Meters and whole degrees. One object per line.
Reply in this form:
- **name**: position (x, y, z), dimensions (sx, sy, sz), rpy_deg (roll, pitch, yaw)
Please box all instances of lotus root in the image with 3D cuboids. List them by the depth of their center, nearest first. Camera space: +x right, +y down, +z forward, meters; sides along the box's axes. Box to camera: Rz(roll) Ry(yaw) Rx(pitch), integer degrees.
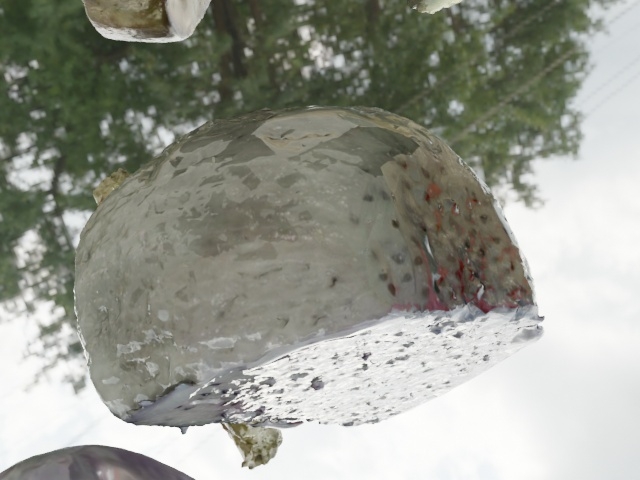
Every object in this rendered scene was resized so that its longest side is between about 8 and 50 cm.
- **lotus root**: position (-0.129, -0.274, 0.817), dimensions (0.074, 0.170, 0.261), rpy_deg (-3, -108, 13)

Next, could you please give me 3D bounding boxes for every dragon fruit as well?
- **dragon fruit**: position (0.000, 0.000, 0.682), dimensions (0.283, 0.204, 0.221), rpy_deg (6, 151, -45)

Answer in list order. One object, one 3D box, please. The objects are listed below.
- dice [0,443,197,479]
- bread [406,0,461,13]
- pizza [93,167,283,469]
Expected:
- **dice**: position (-0.174, 0.347, 0.827), dimensions (0.270, 0.271, 0.270), rpy_deg (-49, -143, 8)
- **bread**: position (0.143, -0.419, 0.630), dimensions (0.242, 0.346, 0.405), rpy_deg (-23, 166, -29)
- **pizza**: position (-0.132, 0.058, 0.939), dimensions (0.089, 0.323, 0.223), rpy_deg (-29, 168, -14)
